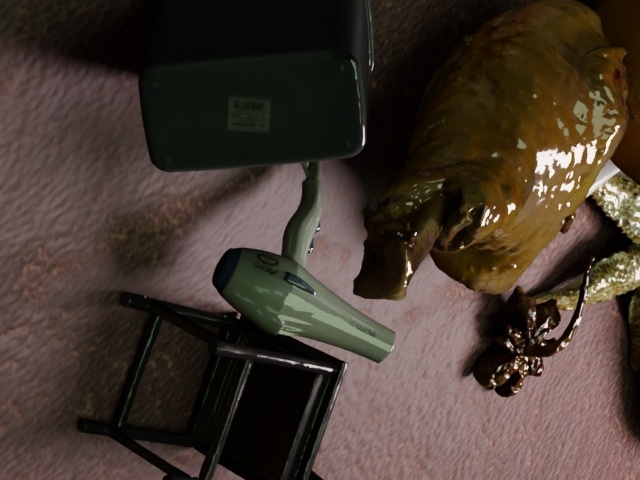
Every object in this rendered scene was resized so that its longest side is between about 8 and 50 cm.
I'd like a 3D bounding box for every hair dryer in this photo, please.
[{"bbox_3d":[0.012,0.018,1.295,0.167,0.067,0.199,39,53,-8],"label":"hair dryer"}]

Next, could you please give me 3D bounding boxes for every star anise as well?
[{"bbox_3d":[0.238,0.091,1.598,0.097,0.070,0.191,14,108,-36],"label":"star anise"}]

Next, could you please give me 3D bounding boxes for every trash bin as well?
[{"bbox_3d":[-0.046,-0.139,1.121,0.176,0.236,0.101,-3,116,1],"label":"trash bin"}]

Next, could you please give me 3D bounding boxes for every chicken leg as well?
[{"bbox_3d":[0.149,-0.038,1.362,0.409,0.182,0.295,-48,156,-45],"label":"chicken leg"}]

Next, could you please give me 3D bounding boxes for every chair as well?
[{"bbox_3d":[-0.054,0.149,1.280,0.260,0.154,0.141,16,95,-45],"label":"chair"}]

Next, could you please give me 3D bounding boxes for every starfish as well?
[{"bbox_3d":[0.381,0.018,1.719,0.358,0.078,0.347,-37,131,-29],"label":"starfish"}]

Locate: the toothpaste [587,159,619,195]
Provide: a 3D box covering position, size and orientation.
[{"bbox_3d":[0.257,-0.045,1.582,0.190,0.031,0.048,-41,102,-15],"label":"toothpaste"}]

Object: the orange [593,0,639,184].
[{"bbox_3d":[0.396,-0.172,1.512,0.274,0.274,0.274,-19,118,-39],"label":"orange"}]
